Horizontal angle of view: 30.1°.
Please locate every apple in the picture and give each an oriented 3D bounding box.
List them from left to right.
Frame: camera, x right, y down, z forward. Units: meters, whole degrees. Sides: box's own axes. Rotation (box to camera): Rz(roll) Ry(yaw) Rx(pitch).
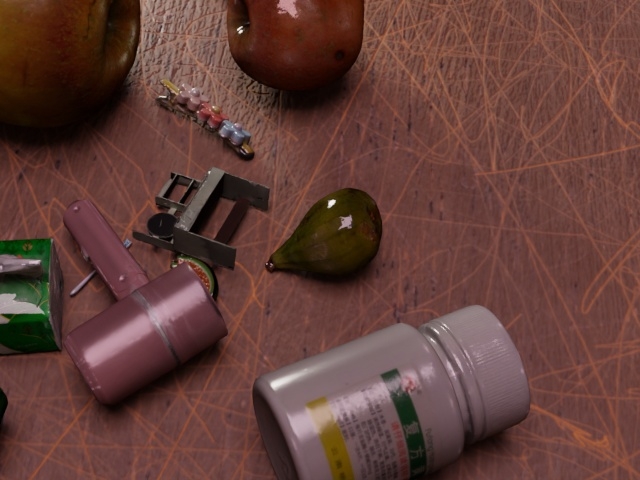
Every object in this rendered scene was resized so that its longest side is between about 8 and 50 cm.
[{"bbox_3d":[-0.482,-0.367,1.949,0.374,0.374,0.384,12,27,6],"label":"apple"},{"bbox_3d":[-0.034,-0.372,2.010,0.253,0.254,0.254,1,56,-2],"label":"apple"}]

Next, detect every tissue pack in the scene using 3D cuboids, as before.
[{"bbox_3d":[-0.491,0.071,1.737,0.208,0.156,0.148,-4,54,-4],"label":"tissue pack"}]

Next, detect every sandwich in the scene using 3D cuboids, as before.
[{"bbox_3d":[-0.196,0.063,1.832,0.101,0.026,0.069,28,63,19],"label":"sandwich"}]

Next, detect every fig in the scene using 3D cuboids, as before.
[{"bbox_3d":[0.015,0.005,1.848,0.126,0.185,0.133,22,41,-35],"label":"fig"}]

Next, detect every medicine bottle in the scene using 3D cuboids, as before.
[{"bbox_3d":[0.097,0.226,1.621,0.339,0.208,0.208,-19,59,-14],"label":"medicine bottle"}]

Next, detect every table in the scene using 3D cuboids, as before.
[{"bbox_3d":[-0.187,-0.045,1.869,0.175,0.062,0.146,19,48,8],"label":"table"}]

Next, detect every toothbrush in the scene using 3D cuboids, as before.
[{"bbox_3d":[-0.340,0.043,1.847,0.013,0.011,0.131,40,62,8],"label":"toothbrush"}]

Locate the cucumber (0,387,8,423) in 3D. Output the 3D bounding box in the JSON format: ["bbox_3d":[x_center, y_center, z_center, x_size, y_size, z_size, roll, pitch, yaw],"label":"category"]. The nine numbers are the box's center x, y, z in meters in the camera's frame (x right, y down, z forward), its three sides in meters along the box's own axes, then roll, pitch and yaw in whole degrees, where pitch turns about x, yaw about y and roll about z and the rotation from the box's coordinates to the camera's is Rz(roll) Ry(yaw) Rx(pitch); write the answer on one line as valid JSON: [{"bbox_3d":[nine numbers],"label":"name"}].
[{"bbox_3d":[-0.534,0.236,1.621,0.191,0.191,0.130,13,58,7],"label":"cucumber"}]

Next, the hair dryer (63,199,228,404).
[{"bbox_3d":[-0.313,0.067,1.772,0.210,0.125,0.352,-32,54,-13],"label":"hair dryer"}]

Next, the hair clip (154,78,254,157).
[{"bbox_3d":[-0.190,-0.213,2.002,0.213,0.056,0.062,32,28,18],"label":"hair clip"}]
